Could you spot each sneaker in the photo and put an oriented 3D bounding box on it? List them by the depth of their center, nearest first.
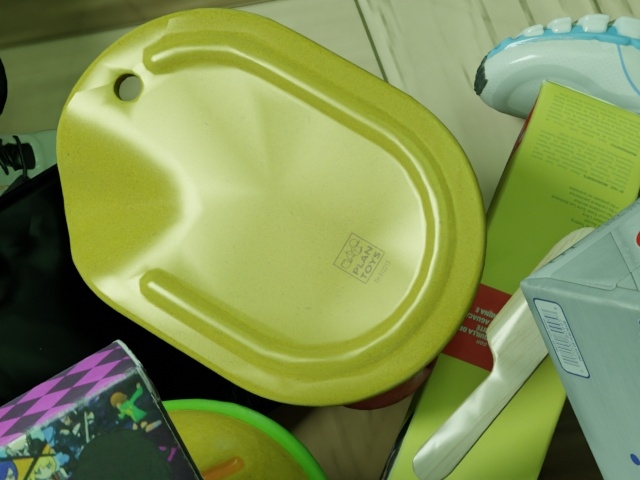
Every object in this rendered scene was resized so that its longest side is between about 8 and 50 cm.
[{"bbox_3d":[-0.145,-0.028,0.841,0.109,0.044,0.040,-15,64,-18],"label":"sneaker"},{"bbox_3d":[0.162,-0.045,0.888,0.190,0.071,0.083,11,67,-3],"label":"sneaker"}]

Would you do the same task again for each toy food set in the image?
[{"bbox_3d":[0.000,0.000,0.763,0.218,0.071,0.128,32,90,14],"label":"toy food set"}]

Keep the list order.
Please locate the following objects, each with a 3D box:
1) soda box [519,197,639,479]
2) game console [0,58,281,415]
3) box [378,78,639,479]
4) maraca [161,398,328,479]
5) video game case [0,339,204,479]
[{"bbox_3d":[0.181,0.115,0.702,0.098,0.091,0.286,-34,111,-22],"label":"soda box"},{"bbox_3d":[-0.160,-0.052,0.799,0.213,0.044,0.361,-33,89,-24],"label":"game console"},{"bbox_3d":[0.074,0.050,0.810,0.058,0.087,0.232,23,62,4],"label":"box"},{"bbox_3d":[-0.050,0.152,0.730,0.127,0.099,0.186,2,85,15],"label":"maraca"},{"bbox_3d":[-0.115,0.179,0.643,0.232,0.042,0.210,-30,109,-8],"label":"video game case"}]
